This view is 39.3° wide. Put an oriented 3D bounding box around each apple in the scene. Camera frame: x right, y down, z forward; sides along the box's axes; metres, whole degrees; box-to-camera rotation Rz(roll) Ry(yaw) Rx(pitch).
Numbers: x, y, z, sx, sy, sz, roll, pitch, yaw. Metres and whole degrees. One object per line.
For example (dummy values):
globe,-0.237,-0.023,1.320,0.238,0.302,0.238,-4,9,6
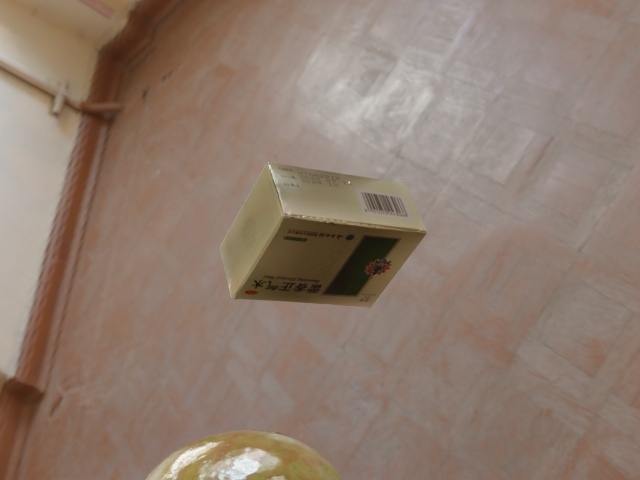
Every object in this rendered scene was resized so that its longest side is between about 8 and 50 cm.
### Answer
apple,-0.118,0.482,1.357,0.391,0.346,0.391,-3,84,25

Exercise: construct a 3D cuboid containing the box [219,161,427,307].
box,0.000,0.000,1.152,0.168,0.212,0.095,-55,40,41
